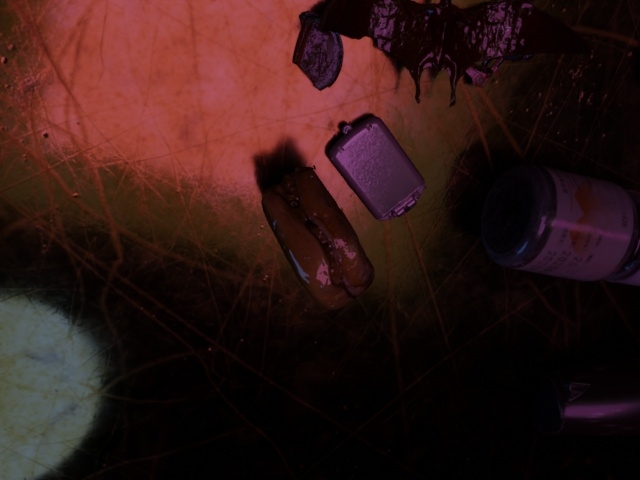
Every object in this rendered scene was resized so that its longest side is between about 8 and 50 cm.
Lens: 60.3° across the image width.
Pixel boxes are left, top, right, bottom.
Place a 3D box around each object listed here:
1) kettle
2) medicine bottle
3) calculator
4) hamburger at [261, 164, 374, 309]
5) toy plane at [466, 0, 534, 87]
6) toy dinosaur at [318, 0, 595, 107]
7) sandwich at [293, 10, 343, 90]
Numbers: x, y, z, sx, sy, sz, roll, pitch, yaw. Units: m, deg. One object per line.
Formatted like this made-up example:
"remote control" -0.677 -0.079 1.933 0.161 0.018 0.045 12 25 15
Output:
"kettle" 0.527 0.306 1.052 0.232 0.144 0.202 -5 143 -2
"medicine bottle" 0.411 -0.020 0.870 0.273 0.165 0.165 9 109 -14
"calculator" 0.087 -0.108 0.843 0.100 0.032 0.175 -38 113 5
"hamburger" 0.001 0.002 0.779 0.108 0.214 0.214 -29 114 -3
"toy plane" 0.279 -0.283 0.810 0.060 0.037 0.145 40 98 -18
"toy dinosaur" 0.180 -0.280 0.732 0.327 0.113 0.207 29 101 -10
"sandwich" 0.000 -0.262 0.769 0.069 0.026 0.101 5 111 -14
